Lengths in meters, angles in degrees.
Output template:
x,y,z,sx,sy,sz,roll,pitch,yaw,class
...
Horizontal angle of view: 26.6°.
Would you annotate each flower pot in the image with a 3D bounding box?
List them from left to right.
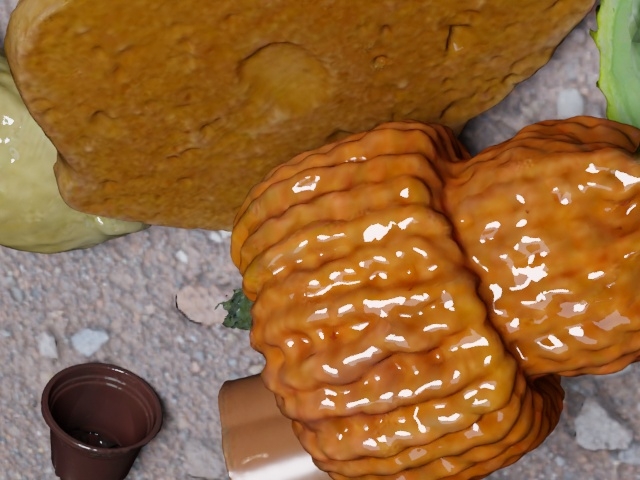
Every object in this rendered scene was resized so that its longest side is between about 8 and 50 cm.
x,y,z,sx,sy,sz,roll,pitch,yaw,class
-0.207,0.181,1.239,0.111,0.111,0.089,23,127,5,flower pot
0.025,0.180,1.136,0.173,0.190,0.190,-19,107,10,flower pot

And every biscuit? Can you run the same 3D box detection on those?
x,y,z,sx,sy,sz,roll,pitch,yaw,class
-0.010,-0.143,0.941,0.455,0.078,0.350,-31,139,25,biscuit

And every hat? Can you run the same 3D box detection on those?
x,y,z,sx,sy,sz,roll,pitch,yaw,class
0.143,-0.012,0.919,0.400,0.285,0.285,-34,101,16,hat

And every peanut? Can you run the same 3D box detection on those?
x,y,z,sx,sy,sz,roll,pitch,yaw,class
-0.295,-0.091,1.096,0.340,0.158,0.174,30,156,6,peanut

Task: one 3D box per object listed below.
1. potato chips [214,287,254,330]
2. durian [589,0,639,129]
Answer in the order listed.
x,y,z,sx,sy,sz,roll,pitch,yaw,class
-0.001,0.002,1.143,0.202,0.029,0.220,21,115,2,potato chips
0.280,-0.135,0.921,0.158,0.169,0.355,-11,117,-2,durian
